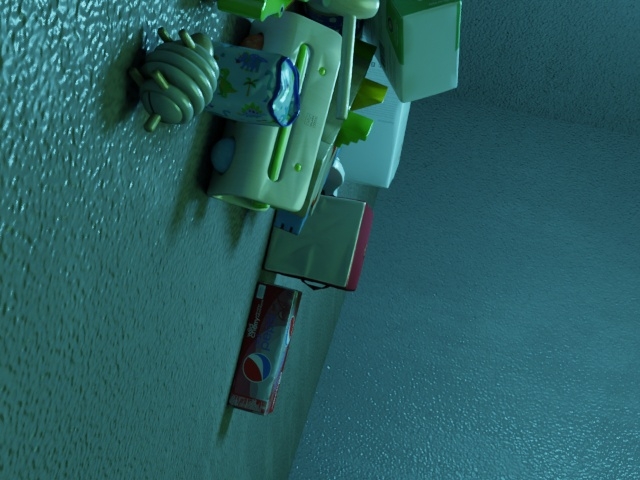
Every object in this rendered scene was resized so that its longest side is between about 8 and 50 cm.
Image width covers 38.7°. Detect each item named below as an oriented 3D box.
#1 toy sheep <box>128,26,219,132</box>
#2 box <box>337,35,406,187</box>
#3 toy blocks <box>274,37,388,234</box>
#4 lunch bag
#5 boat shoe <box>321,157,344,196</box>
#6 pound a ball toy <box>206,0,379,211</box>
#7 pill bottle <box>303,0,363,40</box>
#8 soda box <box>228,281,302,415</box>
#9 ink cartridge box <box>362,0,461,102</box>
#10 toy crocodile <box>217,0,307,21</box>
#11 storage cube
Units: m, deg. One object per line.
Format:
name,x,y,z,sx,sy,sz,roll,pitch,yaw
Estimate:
toy sheep,-0.155,-0.170,0.975,0.132,0.091,0.091,-58,165,-21
box,0.146,-0.346,2.440,0.215,0.168,0.345,-61,161,-64
toy blocks,-0.024,-0.162,1.651,0.260,0.191,0.381,110,3,-49
lunch bag,-0.097,-0.194,1.165,0.151,0.129,0.096,45,59,-80
boat shoe,0.010,-0.160,2.141,0.258,0.095,0.084,113,-11,-73
pound a ball toy,-0.054,-0.207,1.294,0.208,0.136,0.319,4,-101,62
pill bottle,0.024,-0.412,1.701,0.186,0.112,0.112,86,19,-63
soda box,-0.113,0.221,1.878,0.092,0.084,0.263,36,68,-80
ink cartridge box,0.147,-0.423,1.665,0.201,0.117,0.278,82,-12,-52
toy crocodile,-0.049,-0.378,1.238,0.340,0.115,0.105,-68,169,-48
storage cube,0.000,0.000,1.942,0.193,0.184,0.214,33,71,-81
